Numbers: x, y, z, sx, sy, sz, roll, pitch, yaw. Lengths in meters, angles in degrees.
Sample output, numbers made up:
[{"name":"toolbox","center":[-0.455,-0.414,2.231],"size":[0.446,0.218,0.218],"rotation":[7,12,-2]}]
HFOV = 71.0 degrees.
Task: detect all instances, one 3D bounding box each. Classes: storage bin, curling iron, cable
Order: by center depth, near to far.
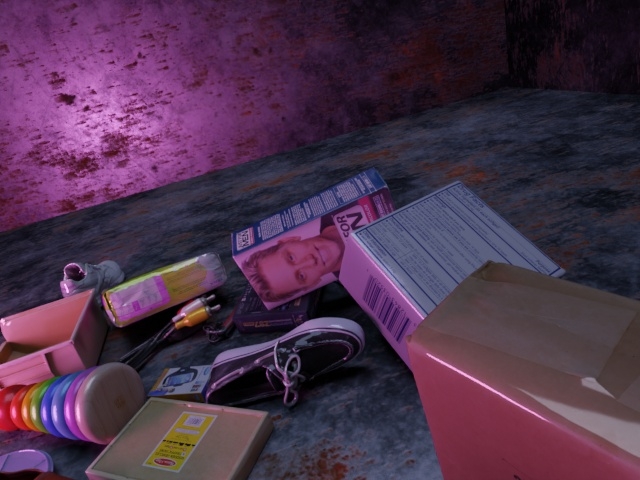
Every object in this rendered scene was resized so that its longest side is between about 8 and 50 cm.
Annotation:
[{"name":"cable","center":[-0.380,0.216,1.076],"size":[0.287,0.072,0.139],"rotation":[-27,21,-27]},{"name":"storage bin","center":[-0.672,0.262,1.077],"size":[0.260,0.123,0.262],"rotation":[-18,24,-10]},{"name":"curling iron","center":[-0.210,0.163,1.139],"size":[0.068,0.035,0.274],"rotation":[-4,26,24]}]

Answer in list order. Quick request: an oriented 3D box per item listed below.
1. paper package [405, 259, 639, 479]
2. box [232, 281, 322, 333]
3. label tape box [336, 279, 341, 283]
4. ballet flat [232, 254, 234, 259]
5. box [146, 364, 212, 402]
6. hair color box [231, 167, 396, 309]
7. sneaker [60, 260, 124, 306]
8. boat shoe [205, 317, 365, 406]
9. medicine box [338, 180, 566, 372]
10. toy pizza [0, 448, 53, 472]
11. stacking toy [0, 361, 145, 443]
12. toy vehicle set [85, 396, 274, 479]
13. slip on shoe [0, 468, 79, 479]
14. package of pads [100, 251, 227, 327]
[{"name":"paper package","center":[0.267,0.214,0.400],"size":[0.168,0.309,0.325],"rotation":[-31,27,-25]},{"name":"box","center":[-0.092,0.122,1.100],"size":[0.183,0.059,0.232],"rotation":[-9,33,16]},{"name":"label tape box","center":[0.180,0.035,1.112],"size":[0.241,0.105,0.334],"rotation":[-29,28,-30]},{"name":"ballet flat","center":[-0.210,0.021,1.430],"size":[0.087,0.083,0.247],"rotation":[-28,11,39]},{"name":"box","center":[-0.267,0.289,0.901],"size":[0.136,0.028,0.081],"rotation":[-10,23,14]},{"name":"hair color box","center":[0.000,0.000,0.984],"size":[0.347,0.174,0.105],"rotation":[-25,33,4]},{"name":"sneaker","center":[-0.710,0.112,1.404],"size":[0.114,0.152,0.305],"rotation":[-17,22,-1]},{"name":"boat shoe","center":[-0.065,0.229,0.810],"size":[0.306,0.113,0.105],"rotation":[-13,25,7]},{"name":"medicine box","center":[0.229,0.064,0.825],"size":[0.289,0.149,0.263],"rotation":[-25,58,-25]},{"name":"toy pizza","center":[-0.538,0.432,0.731],"size":[0.201,0.032,0.201],"rotation":[-12,25,6]},{"name":"stacking toy","center":[-0.509,0.322,0.870],"size":[0.330,0.141,0.141],"rotation":[-13,22,23]},{"name":"toy vehicle set","center":[-0.229,0.344,0.742],"size":[0.267,0.035,0.166],"rotation":[-3,26,25]},{"name":"slip on shoe","center":[-0.377,0.383,0.624],"size":[0.331,0.101,0.123],"rotation":[3,20,7]},{"name":"package of pads","center":[-0.415,0.121,1.183],"size":[0.297,0.101,0.229],"rotation":[-23,6,-27]}]
